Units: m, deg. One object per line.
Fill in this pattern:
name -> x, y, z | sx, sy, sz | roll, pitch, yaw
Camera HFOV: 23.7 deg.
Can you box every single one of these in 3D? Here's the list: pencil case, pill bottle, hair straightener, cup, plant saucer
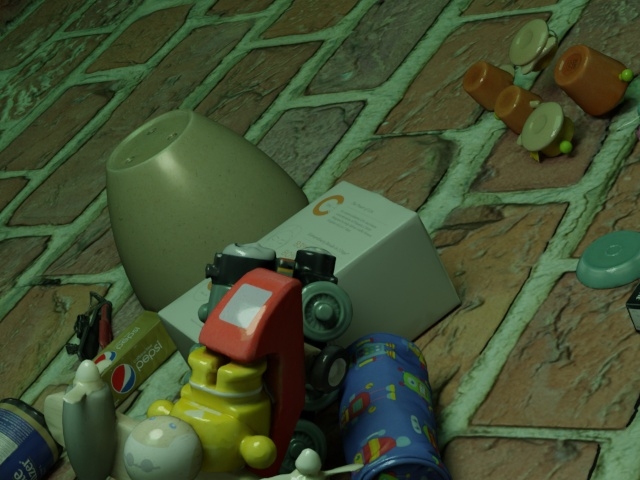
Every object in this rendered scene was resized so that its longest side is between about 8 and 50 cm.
pencil case -> 0.091, 0.236, 1.869 | 0.119, 0.133, 0.306 | -51, 20, 19
pill bottle -> -0.481, 0.339, 2.186 | 0.123, 0.123, 0.219 | 1, 39, 42
hair straightener -> -0.386, 0.147, 2.509 | 0.089, 0.047, 0.230 | -25, 28, 4
cup -> -0.220, -0.074, 2.508 | 0.331, 0.237, 0.331 | -26, 26, 14
plant saucer -> 0.400, 0.020, 2.070 | 0.119, 0.021, 0.119 | -21, 28, 12

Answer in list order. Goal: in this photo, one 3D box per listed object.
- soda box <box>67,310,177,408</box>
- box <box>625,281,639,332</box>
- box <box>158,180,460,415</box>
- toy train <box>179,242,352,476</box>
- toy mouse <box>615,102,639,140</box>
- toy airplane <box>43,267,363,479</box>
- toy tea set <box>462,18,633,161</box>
soda box -> -0.299, 0.188, 2.348 | 0.058, 0.061, 0.181 | 6, 42, 47
box -> 0.510, 0.034, 1.920 | 0.175, 0.051, 0.220 | 2, 39, 42
box -> -0.016, 0.095, 2.148 | 0.345, 0.168, 0.215 | -36, 29, -15
toy train -> -0.074, 0.165, 1.929 | 0.190, 0.334, 0.142 | 10, -1, -8
toy mouse -> 0.511, -0.190, 2.318 | 0.143, 0.031, 0.161 | -6, 35, 35
toy airplane -> -0.134, 0.266, 1.726 | 0.386, 0.272, 0.384 | -31, 68, 23
toy tea set -> 0.372, -0.242, 2.483 | 0.200, 0.124, 0.336 | -56, 31, 9
